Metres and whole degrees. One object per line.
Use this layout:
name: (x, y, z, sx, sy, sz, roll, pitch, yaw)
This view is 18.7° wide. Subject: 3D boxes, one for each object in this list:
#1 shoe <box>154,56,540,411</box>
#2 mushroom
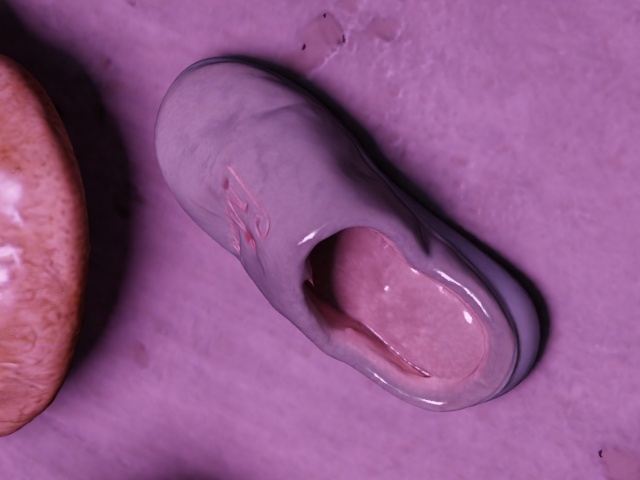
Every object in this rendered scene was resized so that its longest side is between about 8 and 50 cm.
shoe: (0.000, 0.000, 1.015, 0.251, 0.100, 0.103, 38, 113, 13)
mushroom: (-0.227, -0.015, 1.095, 0.278, 0.146, 0.278, 14, 109, 46)
